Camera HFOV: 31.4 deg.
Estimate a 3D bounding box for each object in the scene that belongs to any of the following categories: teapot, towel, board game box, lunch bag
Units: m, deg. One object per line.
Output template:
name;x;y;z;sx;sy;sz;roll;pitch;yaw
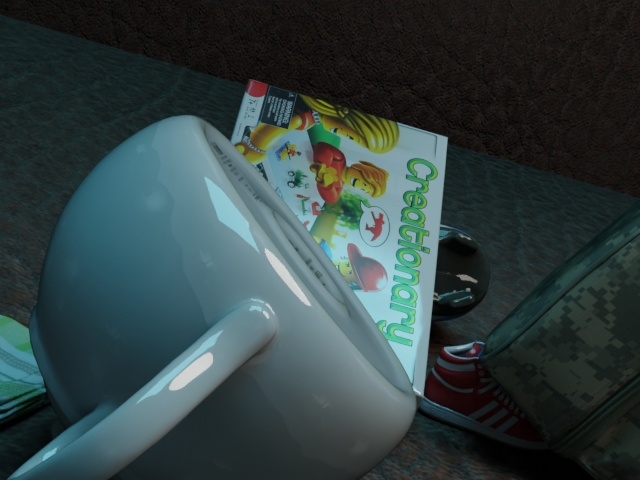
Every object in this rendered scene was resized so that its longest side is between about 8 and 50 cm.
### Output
teapot;-0.078;0.066;0.655;0.256;0.187;0.252;48;6;-49
towel;-0.225;0.079;0.746;0.113;0.023;0.152;22;15;17
board game box;0.000;0.000;0.950;0.192;0.053;0.305;15;45;-5
lunch bag;0.304;0.098;0.915;0.256;0.212;0.305;50;22;6

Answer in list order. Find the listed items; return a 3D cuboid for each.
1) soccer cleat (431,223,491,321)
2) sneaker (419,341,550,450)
soccer cleat;-0.005;0.022;1.086;0.331;0.116;0.143;11;-8;-9
sneaker;0.143;0.122;0.909;0.118;0.067;0.042;17;15;3
